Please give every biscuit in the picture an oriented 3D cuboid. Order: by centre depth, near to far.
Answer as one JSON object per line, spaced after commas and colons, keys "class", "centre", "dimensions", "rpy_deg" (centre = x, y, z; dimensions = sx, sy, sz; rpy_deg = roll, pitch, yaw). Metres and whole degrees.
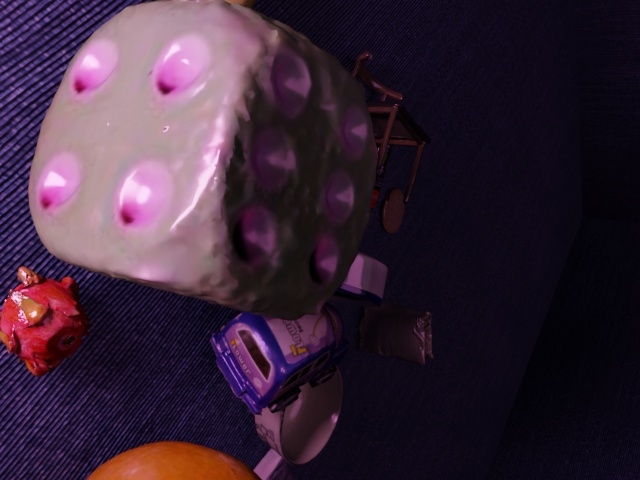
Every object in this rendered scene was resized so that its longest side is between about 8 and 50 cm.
{"class": "biscuit", "centre": [0.184, -0.074, 1.513], "dimensions": [0.120, 0.015, 0.120], "rpy_deg": [-21, 115, -53]}

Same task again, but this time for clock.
{"class": "clock", "centre": [0.005, 0.057, 1.091], "dimensions": [0.230, 0.230, 0.083], "rpy_deg": [28, 71, -55]}

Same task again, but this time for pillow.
{"class": "pillow", "centre": [0.184, 0.219, 1.442], "dimensions": [0.078, 0.181, 0.134], "rpy_deg": [-19, 114, -56]}

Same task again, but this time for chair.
{"class": "chair", "centre": [0.123, -0.236, 1.243], "dimensions": [0.188, 0.166, 0.272], "rpy_deg": [30, 74, -55]}

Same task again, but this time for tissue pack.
{"class": "tissue pack", "centre": [-0.099, 0.516, 1.221], "dimensions": [0.112, 0.051, 0.156], "rpy_deg": [-47, 135, -35]}

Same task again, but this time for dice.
{"class": "dice", "centre": [-0.131, -0.085, 0.762], "dimensions": [0.318, 0.330, 0.322], "rpy_deg": [25, 76, -57]}

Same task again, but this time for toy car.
{"class": "toy car", "centre": [-0.049, 0.171, 1.027], "dimensions": [0.235, 0.172, 0.158], "rpy_deg": [-21, 160, -39]}

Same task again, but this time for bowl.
{"class": "bowl", "centre": [-0.055, 0.322, 1.178], "dimensions": [0.211, 0.112, 0.211], "rpy_deg": [-19, 113, -54]}

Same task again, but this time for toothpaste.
{"class": "toothpaste", "centre": [0.132, -0.168, 1.392], "dimensions": [0.071, 0.045, 0.194], "rpy_deg": [7, 99, -56]}

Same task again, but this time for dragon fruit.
{"class": "dragon fruit", "centre": [-0.334, 0.104, 0.747], "dimensions": [0.112, 0.068, 0.126], "rpy_deg": [17, 86, -57]}

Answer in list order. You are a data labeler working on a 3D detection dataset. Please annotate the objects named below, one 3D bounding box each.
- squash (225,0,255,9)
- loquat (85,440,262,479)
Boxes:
{"class": "squash", "centre": [-0.124, -0.389, 0.910], "dimensions": [0.083, 0.083, 0.250], "rpy_deg": [45, 62, -51]}
{"class": "loquat", "centre": [-0.204, 0.437, 0.807], "dimensions": [0.328, 0.328, 0.328], "rpy_deg": [-20, 115, -52]}
